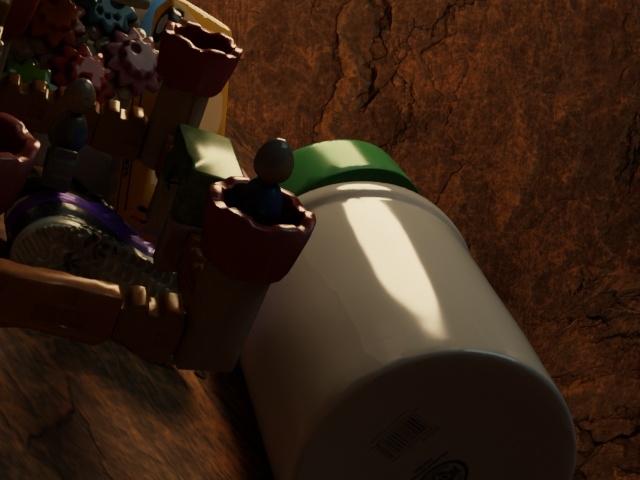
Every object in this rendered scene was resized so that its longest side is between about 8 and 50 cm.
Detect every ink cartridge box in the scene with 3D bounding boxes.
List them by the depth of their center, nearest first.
[{"bbox_3d":[-0.321,-0.133,1.494,0.311,0.065,0.186,42,8,-16],"label":"ink cartridge box"}]

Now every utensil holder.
[{"bbox_3d":[0.076,0.156,1.234,0.327,0.327,0.385,44,10,-28],"label":"utensil holder"}]

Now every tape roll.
[{"bbox_3d":[0.000,0.000,1.624,0.321,0.321,0.077,39,11,-51],"label":"tape roll"}]

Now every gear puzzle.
[{"bbox_3d":[-0.319,-0.212,1.211,0.339,0.044,0.175,-29,95,-43],"label":"gear puzzle"}]

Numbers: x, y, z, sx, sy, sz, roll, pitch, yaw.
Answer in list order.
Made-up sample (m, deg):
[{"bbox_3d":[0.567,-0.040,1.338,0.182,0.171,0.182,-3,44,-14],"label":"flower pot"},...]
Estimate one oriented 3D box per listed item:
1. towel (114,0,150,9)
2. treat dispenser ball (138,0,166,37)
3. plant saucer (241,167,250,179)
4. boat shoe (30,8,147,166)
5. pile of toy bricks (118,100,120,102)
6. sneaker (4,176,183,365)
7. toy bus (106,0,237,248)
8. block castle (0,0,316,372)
[{"bbox_3d":[-0.364,-0.341,1.215,0.325,0.038,0.248,10,29,-22],"label":"towel"},{"bbox_3d":[-0.375,-0.411,1.785,0.288,0.288,0.288,46,7,-7],"label":"treat dispenser ball"},{"bbox_3d":[-0.255,-0.169,2.018,0.332,0.084,0.332,47,7,-8],"label":"plant saucer"},{"bbox_3d":[-0.342,-0.251,1.366,0.158,0.340,0.127,18,-30,8],"label":"boat shoe"},{"bbox_3d":[-0.301,-0.216,1.524,0.105,0.118,0.212,-2,-18,43],"label":"pile of toy bricks"},{"bbox_3d":[-0.212,0.019,1.135,0.293,0.102,0.146,40,9,-45],"label":"sneaker"},{"bbox_3d":[-0.195,-0.153,1.417,0.108,0.130,0.332,25,51,-34],"label":"toy bus"},{"bbox_3d":[-0.197,-0.105,0.947,0.303,0.212,0.453,14,26,-21],"label":"block castle"}]
